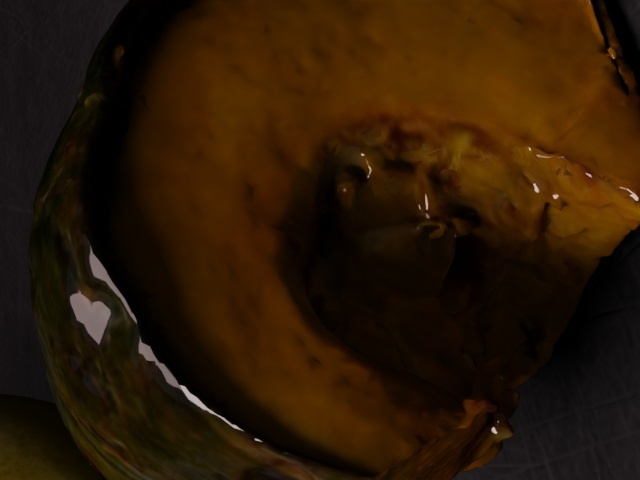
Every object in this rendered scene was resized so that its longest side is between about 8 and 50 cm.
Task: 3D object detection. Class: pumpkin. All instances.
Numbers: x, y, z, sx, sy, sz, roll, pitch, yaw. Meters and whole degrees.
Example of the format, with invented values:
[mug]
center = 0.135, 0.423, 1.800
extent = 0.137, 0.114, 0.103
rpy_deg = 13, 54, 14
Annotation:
[pumpkin]
center = 0.000, 0.000, 0.780
extent = 0.256, 0.303, 0.225
rpy_deg = 43, 149, 17

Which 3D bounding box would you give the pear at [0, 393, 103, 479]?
[pear]
center = -0.296, 0.308, 1.415
extent = 0.418, 0.362, 0.362
rpy_deg = 1, 98, 38
